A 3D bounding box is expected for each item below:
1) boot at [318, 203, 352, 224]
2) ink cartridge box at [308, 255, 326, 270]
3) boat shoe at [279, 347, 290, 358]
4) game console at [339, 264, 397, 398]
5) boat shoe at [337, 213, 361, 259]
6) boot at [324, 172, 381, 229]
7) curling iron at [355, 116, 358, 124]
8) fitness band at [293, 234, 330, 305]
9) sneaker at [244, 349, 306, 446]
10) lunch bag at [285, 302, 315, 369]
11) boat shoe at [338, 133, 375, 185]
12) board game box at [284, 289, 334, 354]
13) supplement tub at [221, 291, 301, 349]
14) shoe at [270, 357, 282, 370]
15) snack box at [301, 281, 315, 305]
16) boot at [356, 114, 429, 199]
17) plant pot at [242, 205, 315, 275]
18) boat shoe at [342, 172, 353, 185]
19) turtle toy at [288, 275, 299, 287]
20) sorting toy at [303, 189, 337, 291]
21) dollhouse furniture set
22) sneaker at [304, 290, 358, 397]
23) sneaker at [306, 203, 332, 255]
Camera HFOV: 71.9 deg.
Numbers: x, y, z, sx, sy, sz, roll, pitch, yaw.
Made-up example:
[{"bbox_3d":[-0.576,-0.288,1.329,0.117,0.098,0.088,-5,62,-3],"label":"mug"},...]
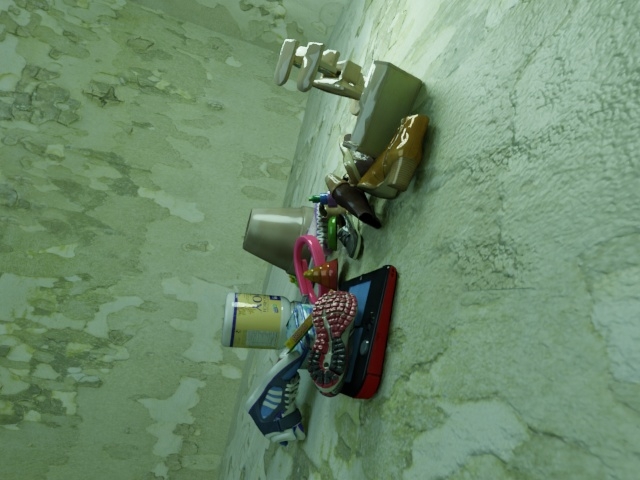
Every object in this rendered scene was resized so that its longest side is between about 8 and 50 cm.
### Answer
[{"bbox_3d":[0.055,-0.167,1.759,0.305,0.115,0.112,-93,20,-57],"label":"boot"},{"bbox_3d":[-0.017,-0.003,1.986,0.296,0.066,0.260,-141,65,-76],"label":"ink cartridge box"},{"bbox_3d":[-0.108,0.430,1.745,0.184,0.066,0.063,11,-103,-64],"label":"boat shoe"},{"bbox_3d":[0.093,0.256,1.247,0.386,0.060,0.341,144,139,-70],"label":"game console"},{"bbox_3d":[0.093,-0.017,1.512,0.223,0.074,0.080,-90,17,-52],"label":"boat shoe"},{"bbox_3d":[0.122,-0.099,1.384,0.090,0.248,0.206,-45,56,12],"label":"boot"},{"bbox_3d":[0.150,-0.434,1.820,0.068,0.035,0.273,179,106,-77],"label":"curling iron"},{"bbox_3d":[-0.037,0.121,1.727,0.209,0.055,0.290,134,125,-60],"label":"fitness band"},{"bbox_3d":[-0.105,0.567,1.541,0.322,0.236,0.130,-53,-18,17],"label":"sneaker"},{"bbox_3d":[-0.059,0.355,1.650,0.218,0.090,0.176,-106,32,-46],"label":"lunch bag"},{"bbox_3d":[0.146,-0.310,1.574,0.123,0.123,0.341,-25,26,13],"label":"boat shoe"},{"bbox_3d":[-0.035,0.278,1.495,0.259,0.039,0.124,-51,-9,-8],"label":"board game box"},{"bbox_3d":[-0.262,0.360,1.965,0.241,0.332,0.240,-174,90,-78],"label":"supplement tub"},{"bbox_3d":[-0.180,0.580,2.044,0.178,0.064,0.081,150,135,-65],"label":"shoe"},{"bbox_3d":[-0.060,0.246,1.987,0.064,0.022,0.178,-116,43,-71],"label":"snack box"},{"bbox_3d":[0.209,-0.234,1.248,0.211,0.104,0.295,-70,15,-5],"label":"boot"},{"bbox_3d":[-0.191,-0.020,1.974,0.323,0.281,0.322,-167,90,-78],"label":"plant pot"},{"bbox_3d":[0.116,-0.240,1.694,0.064,0.060,0.177,135,148,-66],"label":"boat shoe"},{"bbox_3d":[-0.093,0.186,2.071,0.066,0.095,0.130,-51,19,10],"label":"turtle toy"},{"bbox_3d":[0.000,0.000,1.577,0.127,0.126,0.364,42,-133,-83],"label":"sorting toy"},{"bbox_3d":[0.090,-0.436,1.415,0.394,0.363,0.256,33,109,45],"label":"dollhouse furniture set"},{"bbox_3d":[0.030,0.260,1.163,0.111,0.121,0.299,78,-158,-45],"label":"sneaker"},{"bbox_3d":[-0.013,-0.052,1.800,0.105,0.095,0.236,-6,82,37],"label":"sneaker"}]
